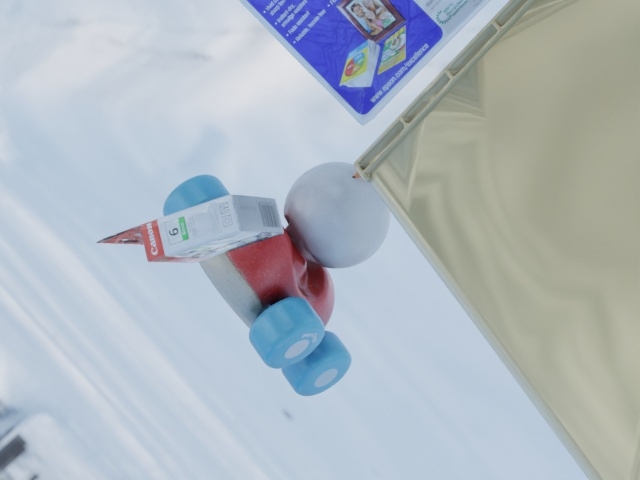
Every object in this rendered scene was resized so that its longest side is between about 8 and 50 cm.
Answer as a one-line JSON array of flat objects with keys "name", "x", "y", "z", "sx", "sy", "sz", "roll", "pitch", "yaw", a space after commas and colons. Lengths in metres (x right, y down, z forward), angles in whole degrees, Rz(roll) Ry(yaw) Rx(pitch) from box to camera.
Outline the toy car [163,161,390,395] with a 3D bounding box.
[{"name": "toy car", "x": 0.000, "y": 0.000, "z": 1.577, "sx": 0.219, "sy": 0.238, "sz": 0.210, "roll": 54, "pitch": 180, "yaw": 27}]

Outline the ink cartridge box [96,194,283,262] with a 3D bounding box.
[{"name": "ink cartridge box", "x": -0.091, "y": -0.002, "z": 1.030, "sx": 0.063, "sy": 0.115, "sz": 0.029, "roll": 3, "pitch": -109, "yaw": -64}]

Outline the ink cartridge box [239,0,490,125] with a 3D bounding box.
[{"name": "ink cartridge box", "x": 0.036, "y": -0.236, "z": 1.182, "sx": 0.208, "sy": 0.206, "sz": 0.045, "roll": 45, "pitch": -162, "yaw": -2}]

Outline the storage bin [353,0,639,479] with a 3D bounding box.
[{"name": "storage bin", "x": 0.194, "y": -0.024, "z": 0.761, "sx": 0.123, "sy": 0.260, "sz": 0.262, "roll": 19, "pitch": -150, "yaw": -53}]
